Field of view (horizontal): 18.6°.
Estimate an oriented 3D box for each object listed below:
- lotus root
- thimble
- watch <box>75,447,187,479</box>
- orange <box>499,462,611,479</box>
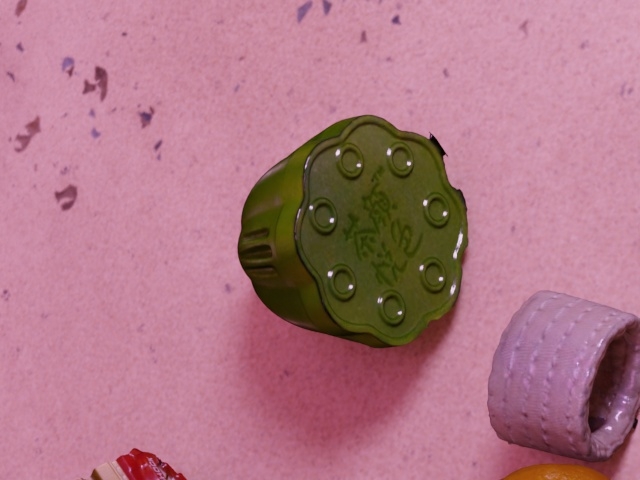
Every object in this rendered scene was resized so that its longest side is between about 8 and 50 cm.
[{"bbox_3d":[0.000,0.000,1.555,0.186,0.186,0.186,-10,70,29],"label":"lotus root"},{"bbox_3d":[0.180,0.100,1.434,0.090,0.102,0.115,12,53,34],"label":"thimble"},{"bbox_3d":[-0.210,0.279,1.567,0.268,0.165,0.102,-35,58,-7],"label":"watch"},{"bbox_3d":[0.162,0.229,1.379,0.154,0.154,0.134,-41,26,15],"label":"orange"}]
